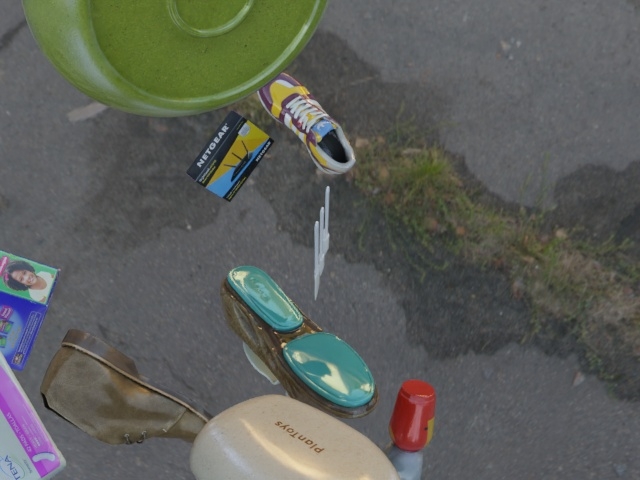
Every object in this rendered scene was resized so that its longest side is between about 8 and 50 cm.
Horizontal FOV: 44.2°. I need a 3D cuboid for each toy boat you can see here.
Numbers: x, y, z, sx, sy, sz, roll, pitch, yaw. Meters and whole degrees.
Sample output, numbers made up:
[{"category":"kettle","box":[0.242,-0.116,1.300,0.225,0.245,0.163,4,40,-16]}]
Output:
[{"category":"toy boat","box":[0.024,0.272,0.915,0.318,0.148,0.268,-12,29,-43]}]

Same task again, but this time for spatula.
[{"category":"spatula","box":[0.000,0.000,1.835,0.019,0.242,0.168,9,46,9]}]

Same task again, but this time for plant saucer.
[{"category":"plant saucer","box":[-0.080,-0.179,0.546,0.241,0.241,0.037,-31,54,-10]}]

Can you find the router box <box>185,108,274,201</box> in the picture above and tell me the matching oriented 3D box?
[{"category":"router box","box":[-0.202,-0.189,1.780,0.046,0.133,0.179,38,94,36]}]

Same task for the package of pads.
[{"category":"package of pads","box":[-0.651,0.367,1.472,0.229,0.101,0.296,-32,92,-32]}]

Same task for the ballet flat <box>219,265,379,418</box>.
[{"category":"ballet flat","box":[-0.043,0.170,1.132,0.116,0.124,0.342,-15,39,-37]}]

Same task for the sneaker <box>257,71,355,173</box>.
[{"category":"sneaker","box":[-0.015,-0.175,1.137,0.069,0.084,0.185,-46,103,-10]}]

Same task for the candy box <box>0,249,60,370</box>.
[{"category":"candy box","box":[-0.772,0.132,1.734,0.317,0.268,0.122,20,41,-19]}]

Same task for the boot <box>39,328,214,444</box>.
[{"category":"boot","box":[-0.257,0.252,1.124,0.305,0.112,0.115,37,62,-24]}]
